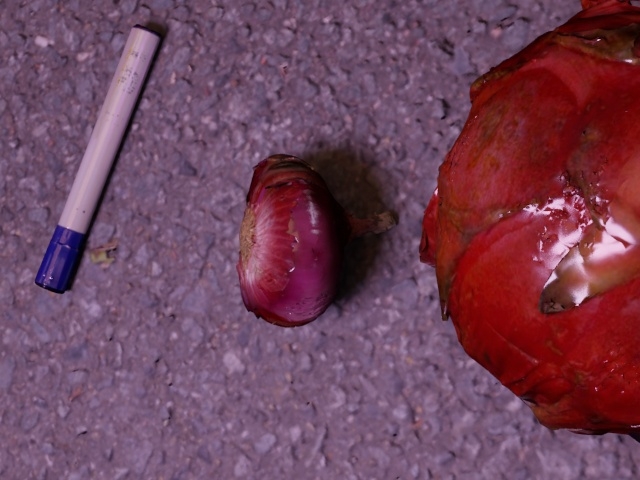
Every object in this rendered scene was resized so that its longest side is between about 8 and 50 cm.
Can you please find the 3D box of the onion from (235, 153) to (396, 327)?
[{"bbox_3d":[0.000,0.000,1.034,0.140,0.150,0.150,0,78,-17],"label":"onion"}]

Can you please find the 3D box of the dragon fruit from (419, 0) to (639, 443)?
[{"bbox_3d":[0.222,-0.015,0.850,0.295,0.295,0.302,42,111,23],"label":"dragon fruit"}]

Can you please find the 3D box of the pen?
[{"bbox_3d":[-0.213,-0.079,1.169,0.033,0.033,0.269,20,89,24],"label":"pen"}]
